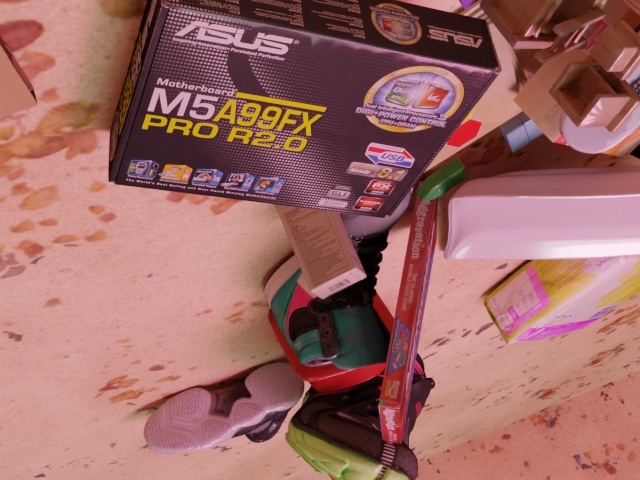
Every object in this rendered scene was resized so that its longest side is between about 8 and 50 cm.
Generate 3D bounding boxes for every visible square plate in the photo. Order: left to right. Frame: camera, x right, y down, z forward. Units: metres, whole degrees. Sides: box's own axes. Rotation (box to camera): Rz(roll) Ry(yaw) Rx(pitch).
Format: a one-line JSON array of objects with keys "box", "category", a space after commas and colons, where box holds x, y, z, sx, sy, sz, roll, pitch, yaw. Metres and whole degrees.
[{"box": [0.332, -0.032, 1.160, 0.347, 0.049, 0.344, -2, 167, 6], "category": "square plate"}]

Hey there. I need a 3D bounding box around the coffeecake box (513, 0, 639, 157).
[{"box": [0.308, -0.166, 0.951, 0.185, 0.068, 0.142, 1, 135, -50], "category": "coffeecake box"}]

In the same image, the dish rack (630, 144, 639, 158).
[{"box": [0.478, -0.108, 1.017, 0.208, 0.074, 0.271, 22, 178, -10], "category": "dish rack"}]

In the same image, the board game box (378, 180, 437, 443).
[{"box": [0.108, 0.086, 1.094, 0.027, 0.281, 0.145, 8, 154, 11], "category": "board game box"}]

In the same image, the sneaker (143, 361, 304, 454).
[{"box": [-0.153, 0.298, 1.517, 0.268, 0.101, 0.153, -20, 153, -12], "category": "sneaker"}]

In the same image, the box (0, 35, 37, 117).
[{"box": [-0.320, -0.111, 0.640, 0.201, 0.021, 0.164, -21, 156, -5], "category": "box"}]

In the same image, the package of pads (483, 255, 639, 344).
[{"box": [0.443, 0.061, 1.539, 0.229, 0.101, 0.296, -2, 148, -40], "category": "package of pads"}]

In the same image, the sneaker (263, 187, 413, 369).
[{"box": [0.040, 0.062, 1.102, 0.124, 0.178, 0.295, -5, 148, -35], "category": "sneaker"}]

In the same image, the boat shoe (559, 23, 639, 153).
[{"box": [0.305, -0.167, 0.806, 0.080, 0.076, 0.228, 38, 120, -11], "category": "boat shoe"}]

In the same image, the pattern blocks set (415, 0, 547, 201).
[{"box": [0.129, -0.148, 0.909, 0.285, 0.026, 0.325, -28, 150, -3], "category": "pattern blocks set"}]

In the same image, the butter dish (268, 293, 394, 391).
[{"box": [0.025, 0.153, 1.277, 0.160, 0.160, 0.118, -17, 130, -13], "category": "butter dish"}]

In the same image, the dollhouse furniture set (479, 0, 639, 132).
[{"box": [0.246, -0.206, 0.728, 0.101, 0.161, 0.182, -8, 145, -34], "category": "dollhouse furniture set"}]

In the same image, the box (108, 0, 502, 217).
[{"box": [-0.023, -0.113, 0.760, 0.270, 0.060, 0.216, 7, 147, -21], "category": "box"}]

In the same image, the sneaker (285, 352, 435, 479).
[{"box": [0.068, 0.241, 1.374, 0.202, 0.185, 0.483, -57, -173, 5], "category": "sneaker"}]

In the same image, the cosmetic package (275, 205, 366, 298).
[{"box": [0.000, 0.000, 1.021, 0.060, 0.115, 0.041, -26, 156, 12], "category": "cosmetic package"}]
